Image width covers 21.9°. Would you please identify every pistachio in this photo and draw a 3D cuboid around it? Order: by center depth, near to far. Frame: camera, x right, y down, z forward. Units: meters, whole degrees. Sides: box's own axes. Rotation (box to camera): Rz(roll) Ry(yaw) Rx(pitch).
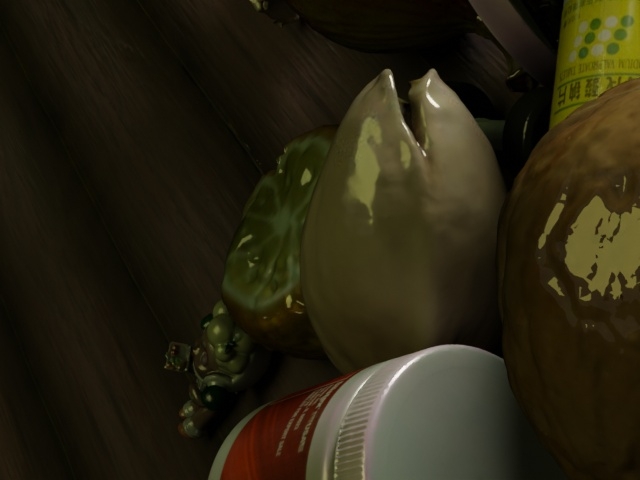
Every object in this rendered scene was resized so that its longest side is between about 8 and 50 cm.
[{"bbox_3d":[0.082,-0.005,1.520,0.226,0.207,0.332,-89,-5,-54],"label":"pistachio"}]

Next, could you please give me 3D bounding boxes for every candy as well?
[{"bbox_3d":[0.000,0.000,1.763,0.260,0.118,0.260,-32,48,43],"label":"candy"}]

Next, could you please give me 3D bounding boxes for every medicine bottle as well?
[{"bbox_3d":[0.265,-0.091,1.401,0.143,0.143,0.258,-12,67,53],"label":"medicine bottle"},{"bbox_3d":[0.060,0.236,1.437,0.241,0.252,0.252,-26,54,48],"label":"medicine bottle"}]

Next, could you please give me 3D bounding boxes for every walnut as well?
[{"bbox_3d":[0.266,0.041,1.169,0.333,0.333,0.333,-29,52,46],"label":"walnut"}]

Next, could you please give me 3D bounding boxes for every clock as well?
[{"bbox_3d":[0.196,-0.223,1.555,0.064,0.172,0.198,-34,7,20],"label":"clock"}]

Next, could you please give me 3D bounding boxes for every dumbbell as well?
[{"bbox_3d":[0.172,-0.100,1.576,0.191,0.100,0.100,13,86,57],"label":"dumbbell"}]

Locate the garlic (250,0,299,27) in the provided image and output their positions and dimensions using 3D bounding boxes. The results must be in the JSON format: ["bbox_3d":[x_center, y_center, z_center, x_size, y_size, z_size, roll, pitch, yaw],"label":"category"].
[{"bbox_3d":[-0.051,-0.416,1.961,0.292,0.210,0.237,-65,27,26],"label":"garlic"}]

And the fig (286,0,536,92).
[{"bbox_3d":[0.112,-0.253,1.706,0.321,0.217,0.217,43,113,23],"label":"fig"}]

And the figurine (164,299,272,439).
[{"bbox_3d":[-0.121,0.145,1.887,0.197,0.093,0.147,-49,29,31],"label":"figurine"}]
